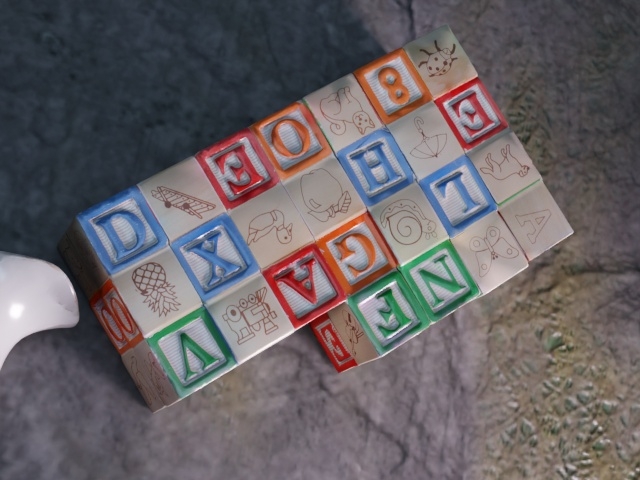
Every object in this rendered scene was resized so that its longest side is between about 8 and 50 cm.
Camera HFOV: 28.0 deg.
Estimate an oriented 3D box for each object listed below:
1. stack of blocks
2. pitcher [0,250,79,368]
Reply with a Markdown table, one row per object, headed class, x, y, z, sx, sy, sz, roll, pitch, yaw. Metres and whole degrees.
| class | x | y | z | sx | sy | sz | roll | pitch | yaw |
| --- | --- | --- | --- | --- | --- | --- | --- | --- | --- |
| stack of blocks | 0.000 | 0.000 | 0.854 | 0.297 | 0.087 | 0.171 | -29 | 88 | -24 |
| pitcher | -0.267 | 0.076 | 0.734 | 0.177 | 0.125 | 0.207 | 26 | 57 | 10 |
